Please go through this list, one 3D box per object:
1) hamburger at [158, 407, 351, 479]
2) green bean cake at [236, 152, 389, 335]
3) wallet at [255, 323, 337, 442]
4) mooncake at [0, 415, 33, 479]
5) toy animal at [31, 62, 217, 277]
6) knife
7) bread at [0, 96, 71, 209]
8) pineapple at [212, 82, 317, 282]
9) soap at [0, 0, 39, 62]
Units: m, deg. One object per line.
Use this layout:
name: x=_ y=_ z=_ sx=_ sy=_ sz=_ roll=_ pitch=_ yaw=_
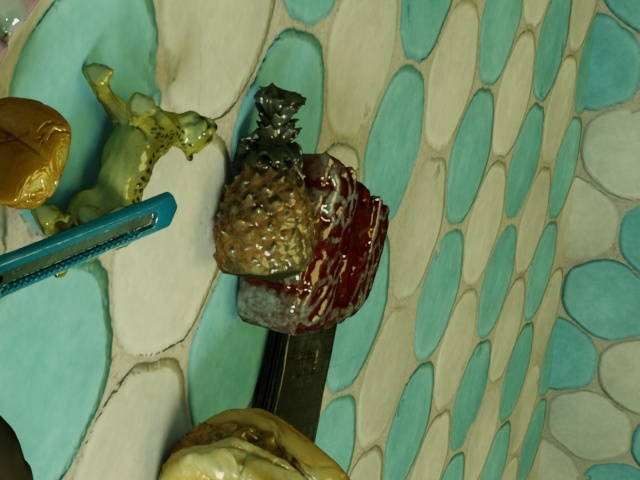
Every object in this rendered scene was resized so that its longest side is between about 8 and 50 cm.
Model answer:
hamburger: x=-0.066 y=0.267 z=1.355 sx=0.108 sy=0.213 sz=0.214 roll=-45 pitch=144 yaw=-47
green bean cake: x=0.000 y=0.000 z=1.488 sx=0.232 sy=0.097 sz=0.198 roll=-1 pitch=105 yaw=-68
wallet: x=-0.044 y=0.243 z=1.621 sx=0.169 sy=0.044 sz=0.317 roll=1 pitch=102 yaw=-68
mooncake: x=-0.299 y=0.199 z=0.761 sx=0.290 sy=0.161 sz=0.290 roll=14 pitch=90 yaw=-68
toy animal: x=-0.159 y=-0.043 z=1.087 sx=0.136 sy=0.073 sz=0.181 roll=44 pitch=65 yaw=-68
knife: x=-0.211 y=0.017 z=0.952 sx=0.296 sy=0.026 sz=0.044 roll=-25 pitch=132 yaw=-41
bread: x=-0.211 y=-0.060 z=0.930 sx=0.083 sy=0.081 sz=0.046 roll=-33 pitch=156 yaw=-13
pineapple: x=-0.052 y=-0.059 z=1.331 sx=0.108 sy=0.108 sz=0.198 roll=15 pitch=79 yaw=-70
soap: x=-0.252 y=-0.205 z=0.672 sx=0.324 sy=0.109 sz=0.193 roll=70 pitch=40 yaw=-59
